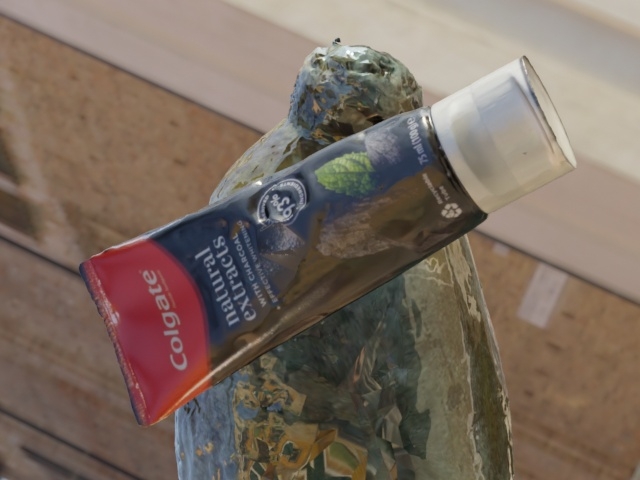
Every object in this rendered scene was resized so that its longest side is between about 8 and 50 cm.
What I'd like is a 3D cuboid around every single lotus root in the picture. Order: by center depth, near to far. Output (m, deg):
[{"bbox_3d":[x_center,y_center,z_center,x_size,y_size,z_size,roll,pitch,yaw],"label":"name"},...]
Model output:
[{"bbox_3d":[0.012,0.075,0.803,0.175,0.175,0.349,1,-94,-80],"label":"lotus root"}]

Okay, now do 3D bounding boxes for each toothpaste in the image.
[{"bbox_3d":[0.000,0.000,0.574,0.193,0.071,0.045,-26,-15,17],"label":"toothpaste"}]
